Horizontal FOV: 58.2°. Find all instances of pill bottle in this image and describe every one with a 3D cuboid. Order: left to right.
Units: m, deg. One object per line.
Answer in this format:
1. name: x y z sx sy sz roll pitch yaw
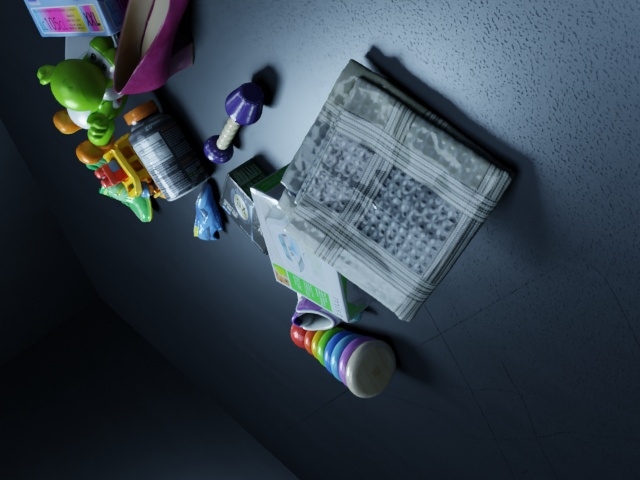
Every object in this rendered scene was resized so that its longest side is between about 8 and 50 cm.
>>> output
1. pill bottle: -0.404 -0.236 1.488 0.130 0.130 0.245 -5 119 56

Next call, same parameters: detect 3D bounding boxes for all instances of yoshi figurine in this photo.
1. yoshi figurine: -0.545 -0.316 1.312 0.362 0.204 0.202 -40 44 54

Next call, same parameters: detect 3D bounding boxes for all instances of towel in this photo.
1. towel: 0.090 -0.073 0.917 0.324 0.056 0.312 40 123 17

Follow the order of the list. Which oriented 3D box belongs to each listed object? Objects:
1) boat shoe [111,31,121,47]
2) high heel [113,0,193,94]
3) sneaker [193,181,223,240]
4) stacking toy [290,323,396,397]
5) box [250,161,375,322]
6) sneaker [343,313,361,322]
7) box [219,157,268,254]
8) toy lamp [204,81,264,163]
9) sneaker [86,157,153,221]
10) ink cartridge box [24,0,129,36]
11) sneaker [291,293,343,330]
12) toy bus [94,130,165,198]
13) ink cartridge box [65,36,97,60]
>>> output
1. boat shoe: -0.475 -0.482 1.394 0.040 0.049 0.142 8 128 51
2. high heel: -0.340 -0.450 1.099 0.127 0.181 0.377 36 148 25
3. sneaker: -0.306 -0.080 1.612 0.082 0.069 0.209 14 136 -1
4. stacking toy: 0.037 0.274 1.463 0.330 0.141 0.141 18 137 54
5. box: 0.000 0.000 1.193 0.231 0.127 0.261 28 142 39
6. sneaker: 0.046 0.169 1.400 0.166 0.065 0.076 19 154 49
7. box: -0.145 -0.076 1.357 0.180 0.077 0.147 48 150 7
8. toy lamp: -0.183 -0.247 1.220 0.080 0.080 0.275 53 154 -3
9. sneaker: -0.683 -0.173 1.960 0.295 0.123 0.109 52 151 -2
10. ink cartridge box: -0.529 -0.629 1.158 0.270 0.151 0.395 12 132 33
11. sneaker: -0.037 0.120 1.345 0.282 0.161 0.102 16 137 48
12. toy bus: -0.507 -0.190 1.605 0.149 0.211 0.220 -12 115 57
13. ink cartridge box: -0.601 -0.441 1.487 0.237 0.100 0.171 136 131 -61
